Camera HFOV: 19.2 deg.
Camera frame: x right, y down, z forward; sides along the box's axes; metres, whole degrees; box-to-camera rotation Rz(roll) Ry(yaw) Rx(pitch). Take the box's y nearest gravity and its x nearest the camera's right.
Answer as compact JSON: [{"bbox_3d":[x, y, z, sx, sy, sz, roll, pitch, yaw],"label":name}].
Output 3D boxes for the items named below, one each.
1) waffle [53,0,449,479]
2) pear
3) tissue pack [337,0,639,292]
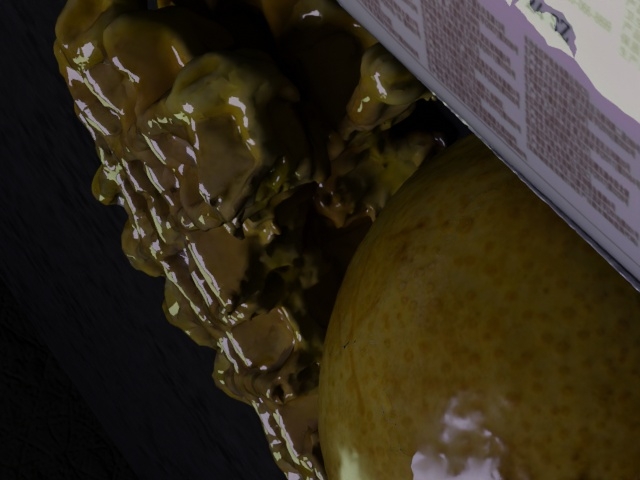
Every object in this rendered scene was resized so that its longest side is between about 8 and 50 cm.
[{"bbox_3d":[0.000,0.000,0.932,0.261,0.151,0.324,38,154,58],"label":"waffle"},{"bbox_3d":[0.097,0.049,0.648,0.209,0.209,0.209,49,163,21],"label":"pear"},{"bbox_3d":[0.103,-0.086,0.506,0.225,0.124,0.185,46,161,27],"label":"tissue pack"}]
